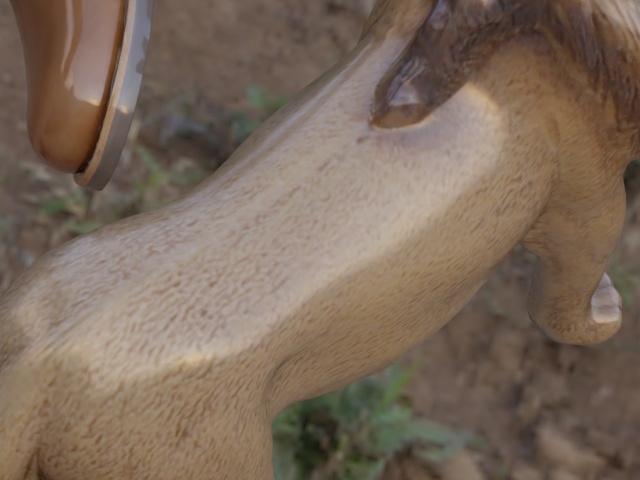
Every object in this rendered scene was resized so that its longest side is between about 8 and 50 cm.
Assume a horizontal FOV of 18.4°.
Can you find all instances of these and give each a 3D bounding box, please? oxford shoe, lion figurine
[{"bbox_3d":[-0.097,-0.110,0.635,0.076,0.212,0.076,3,-30,-25],"label":"oxford shoe"},{"bbox_3d":[0.000,0.000,0.611,0.142,0.392,0.240,29,-28,20],"label":"lion figurine"}]
